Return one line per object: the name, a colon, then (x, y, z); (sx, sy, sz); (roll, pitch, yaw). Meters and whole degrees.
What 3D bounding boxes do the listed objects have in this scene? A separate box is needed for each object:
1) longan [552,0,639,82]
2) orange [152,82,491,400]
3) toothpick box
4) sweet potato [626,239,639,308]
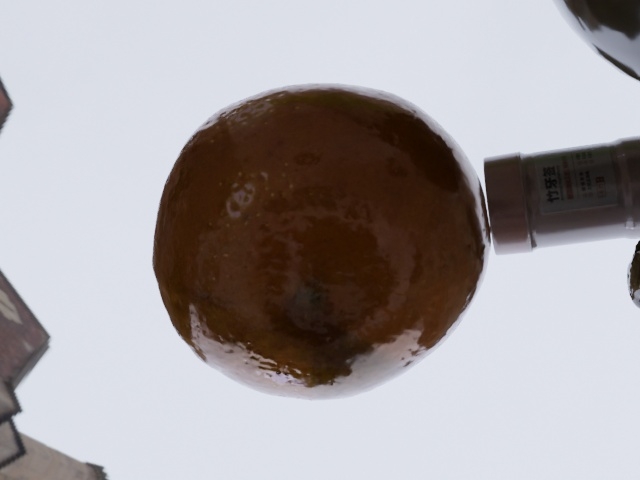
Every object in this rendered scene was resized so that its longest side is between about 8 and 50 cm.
longan: (0.262, -0.240, 0.548); (0.297, 0.297, 0.297); (-4, -116, 8)
orange: (0.000, 0.000, 0.618); (0.240, 0.171, 0.240); (0, -76, -2)
toothpick box: (0.236, -0.042, 0.815); (0.148, 0.098, 0.099); (-7, -116, 14)
sweet potato: (0.366, -0.022, 0.665); (0.273, 0.075, 0.075); (-25, -117, 3)
